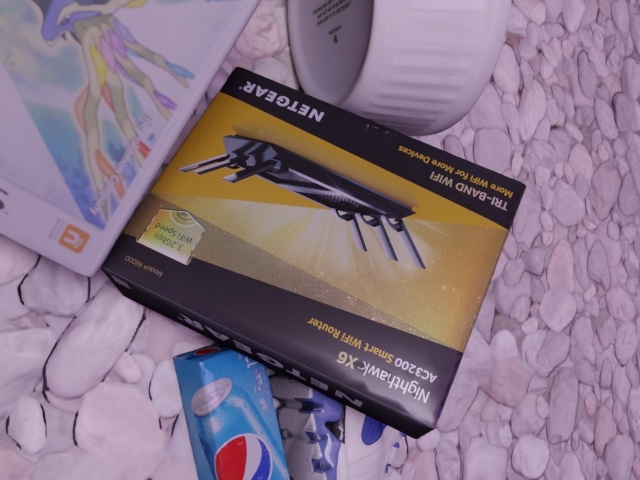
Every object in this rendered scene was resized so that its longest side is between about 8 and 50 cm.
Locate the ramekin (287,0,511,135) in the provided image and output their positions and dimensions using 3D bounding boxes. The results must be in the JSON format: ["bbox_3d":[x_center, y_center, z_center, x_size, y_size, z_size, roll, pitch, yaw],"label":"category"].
[{"bbox_3d":[0.061,-0.243,0.602,0.127,0.273,0.273,-9,90,-23],"label":"ramekin"}]

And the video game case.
[{"bbox_3d":[-0.213,-0.174,0.382,0.300,0.036,0.329,31,105,-17],"label":"video game case"}]

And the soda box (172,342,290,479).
[{"bbox_3d":[-0.080,0.207,0.559,0.067,0.071,0.210,-14,92,-35],"label":"soda box"}]

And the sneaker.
[{"bbox_3d":[0.049,0.204,0.614,0.182,0.127,0.316,-3,84,-32],"label":"sneaker"}]

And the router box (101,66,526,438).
[{"bbox_3d":[0.000,0.000,0.537,0.308,0.081,0.243,24,67,8],"label":"router box"}]
